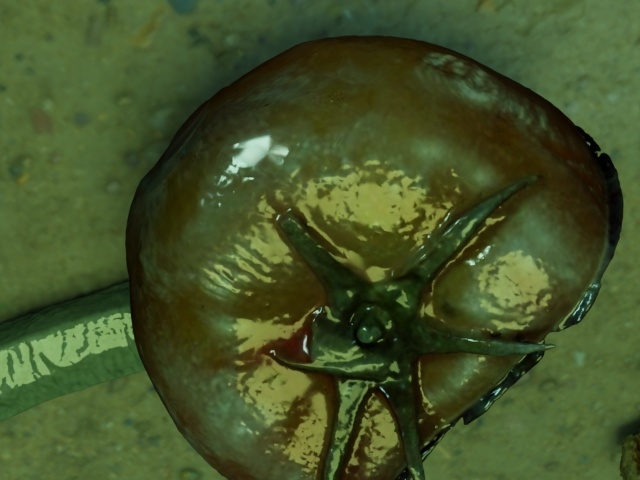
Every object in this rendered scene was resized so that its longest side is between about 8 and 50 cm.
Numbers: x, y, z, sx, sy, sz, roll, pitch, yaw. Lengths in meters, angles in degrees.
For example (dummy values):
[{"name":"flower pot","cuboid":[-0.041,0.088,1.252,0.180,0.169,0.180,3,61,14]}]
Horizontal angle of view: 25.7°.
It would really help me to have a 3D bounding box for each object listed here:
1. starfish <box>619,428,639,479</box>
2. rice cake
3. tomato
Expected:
[{"name":"starfish","cuboid":[0.268,0.095,0.791,0.209,0.053,0.150,-39,132,9]},{"name":"rice cake","cuboid":[-0.189,0.079,0.699,0.245,0.042,0.045,-21,119,4]},{"name":"tomato","cuboid":[0.000,0.000,0.608,0.155,0.181,0.214,35,106,-19]}]
